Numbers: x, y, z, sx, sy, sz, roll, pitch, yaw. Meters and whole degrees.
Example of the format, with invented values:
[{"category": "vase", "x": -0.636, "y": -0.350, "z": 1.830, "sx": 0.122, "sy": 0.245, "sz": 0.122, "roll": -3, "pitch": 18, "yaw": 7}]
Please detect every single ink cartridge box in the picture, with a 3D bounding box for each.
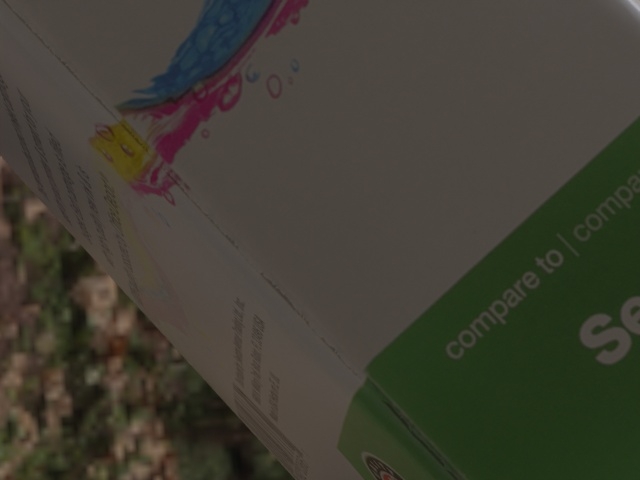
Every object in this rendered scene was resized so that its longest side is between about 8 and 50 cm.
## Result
[{"category": "ink cartridge box", "x": -0.006, "y": -0.025, "z": 0.401, "sx": 0.212, "sy": 0.093, "sz": 0.154, "roll": 45, "pitch": -12, "yaw": 10}]

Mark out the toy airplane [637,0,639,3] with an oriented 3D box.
[{"category": "toy airplane", "x": 0.298, "y": -0.265, "z": 0.842, "sx": 0.384, "sy": 0.386, "sz": 0.272, "roll": 92, "pitch": -19, "yaw": -46}]
